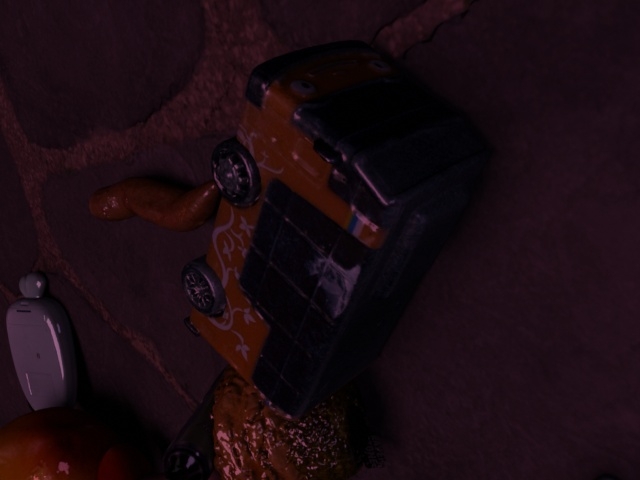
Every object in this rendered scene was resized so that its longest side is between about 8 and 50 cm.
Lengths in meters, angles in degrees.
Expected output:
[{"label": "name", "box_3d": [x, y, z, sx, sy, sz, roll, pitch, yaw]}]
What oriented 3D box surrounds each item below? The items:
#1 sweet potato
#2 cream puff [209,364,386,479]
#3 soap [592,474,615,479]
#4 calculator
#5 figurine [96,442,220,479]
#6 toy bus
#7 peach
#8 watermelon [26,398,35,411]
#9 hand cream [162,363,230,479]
[{"label": "sweet potato", "box_3d": [-0.206, -0.049, 0.901, 0.281, 0.059, 0.067, 7, 92, 41]}, {"label": "cream puff", "box_3d": [-0.014, 0.217, 0.780, 0.168, 0.183, 0.183, -9, 103, 20]}, {"label": "soap", "box_3d": [0.198, 0.363, 0.605, 0.095, 0.172, 0.290, 34, 129, 28]}, {"label": "calculator", "box_3d": [-0.543, 0.207, 1.334, 0.184, 0.042, 0.295, -3, 98, 35]}, {"label": "figurine", "box_3d": [-0.244, 0.467, 1.051, 0.261, 0.270, 0.211, -8, 118, 22]}, {"label": "toy bus", "box_3d": [0.000, 0.000, 0.648, 0.194, 0.162, 0.323, 43, 134, 22]}, {"label": "peach", "box_3d": [-0.465, 0.440, 1.232, 0.308, 0.289, 0.289, -42, 75, 12]}, {"label": "watermelon", "box_3d": [-0.574, 0.327, 1.431, 0.105, 0.062, 0.106, 12, 112, 32]}, {"label": "hand cream", "box_3d": [-0.123, 0.215, 0.831, 0.055, 0.235, 0.086, -5, 105, 16]}]
